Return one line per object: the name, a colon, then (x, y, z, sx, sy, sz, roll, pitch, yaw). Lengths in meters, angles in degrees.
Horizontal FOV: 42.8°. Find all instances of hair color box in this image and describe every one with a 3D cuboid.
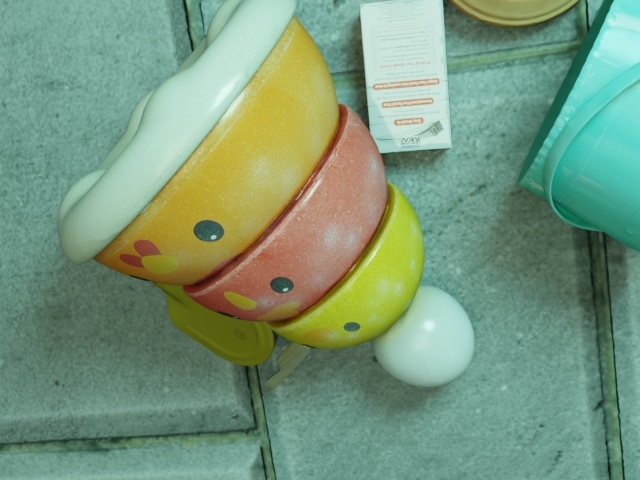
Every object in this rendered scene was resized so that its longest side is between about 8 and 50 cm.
hair color box: (0.098, -0.186, 0.926, 0.093, 0.053, 0.167, -3, 101, 10)

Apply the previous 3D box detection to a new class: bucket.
bucket: (0.326, -0.124, 0.792, 0.183, 0.281, 0.281, 25, 106, 8)

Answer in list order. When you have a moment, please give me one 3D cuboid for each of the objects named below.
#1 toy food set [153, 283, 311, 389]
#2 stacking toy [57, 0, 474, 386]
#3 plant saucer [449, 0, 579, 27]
toy food set: (-0.105, 0.085, 1.024, 0.218, 0.071, 0.128, 34, 135, 6)
stacking toy: (0.000, 0.000, 0.893, 0.480, 0.350, 0.350, 39, 107, -16)
plant saucer: (0.209, -0.328, 0.863, 0.200, 0.037, 0.200, 0, 96, 3)
